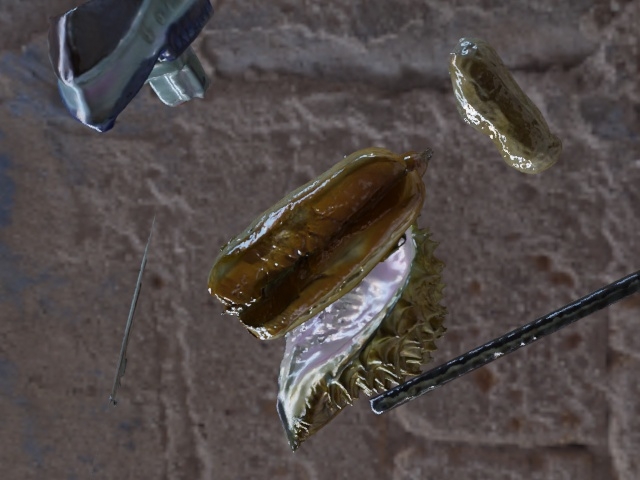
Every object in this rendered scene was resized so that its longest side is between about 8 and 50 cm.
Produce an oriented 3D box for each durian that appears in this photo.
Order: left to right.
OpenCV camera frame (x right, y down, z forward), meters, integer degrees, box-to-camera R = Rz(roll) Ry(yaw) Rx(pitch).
[{"bbox_3d":[0.065,0.067,1.121,0.196,0.185,0.305,-59,4,46],"label":"durian"}]

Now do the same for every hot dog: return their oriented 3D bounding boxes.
[{"bbox_3d":[0.000,0.000,0.992,0.109,0.269,0.072,49,-157,-8],"label":"hot dog"}]

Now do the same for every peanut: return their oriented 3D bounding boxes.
[{"bbox_3d":[0.248,-0.184,1.448,0.214,0.099,0.099,47,-154,-3],"label":"peanut"}]

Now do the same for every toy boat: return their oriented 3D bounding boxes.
[{"bbox_3d":[-0.146,-0.153,0.867,0.262,0.114,0.115,-63,-48,-65],"label":"toy boat"}]

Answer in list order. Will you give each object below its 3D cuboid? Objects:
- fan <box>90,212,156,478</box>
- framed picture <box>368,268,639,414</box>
[{"bbox_3d":[-0.192,0.134,0.999,0.191,0.009,0.329,163,120,-78],"label":"fan"},{"bbox_3d":[0.190,0.010,0.555,0.324,0.244,0.013,-9,-108,-62],"label":"framed picture"}]
